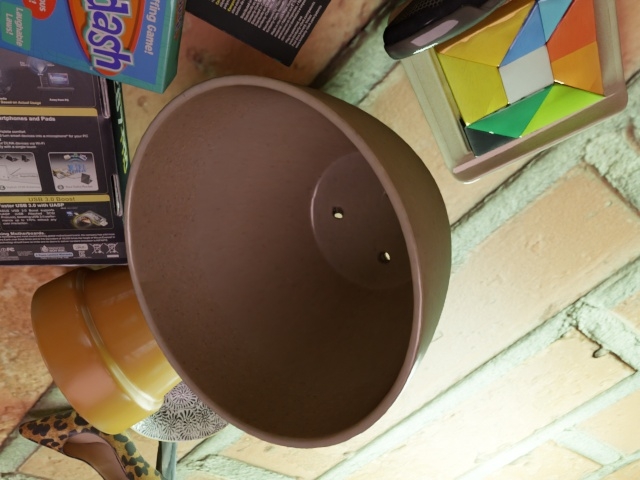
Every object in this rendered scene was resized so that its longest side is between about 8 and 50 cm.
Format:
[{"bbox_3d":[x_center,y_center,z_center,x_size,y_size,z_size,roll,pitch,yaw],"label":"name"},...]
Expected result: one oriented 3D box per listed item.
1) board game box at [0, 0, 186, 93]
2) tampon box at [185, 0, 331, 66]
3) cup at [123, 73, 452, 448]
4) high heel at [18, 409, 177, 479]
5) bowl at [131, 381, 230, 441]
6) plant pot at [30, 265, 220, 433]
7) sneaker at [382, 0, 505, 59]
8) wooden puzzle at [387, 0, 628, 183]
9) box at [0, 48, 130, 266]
[{"bbox_3d":[-0.194,-0.207,0.384,0.210,0.047,0.160,14,125,-8],"label":"board game box"},{"bbox_3d":[-0.072,-0.244,0.470,0.161,0.120,0.101,22,125,-25],"label":"tampon box"},{"bbox_3d":[0.000,0.000,0.586,0.237,0.331,0.331,-24,152,-53],"label":"cup"},{"bbox_3d":[-0.356,0.370,0.907,0.261,0.186,0.093,13,127,-19],"label":"high heel"},{"bbox_3d":[-0.215,0.232,0.882,0.170,0.080,0.170,-4,130,-5],"label":"bowl"},{"bbox_3d":[-0.211,0.102,0.709,0.188,0.205,0.205,-28,130,-5],"label":"plant pot"},{"bbox_3d":[0.128,-0.265,0.494,0.227,0.087,0.130,-38,111,11],"label":"sneaker"},{"bbox_3d":[0.214,-0.187,0.615,0.221,0.044,0.238,-25,129,13],"label":"wooden puzzle"},{"bbox_3d":[-0.396,-0.113,0.545,0.395,0.097,0.318,-1,132,-11],"label":"box"}]
